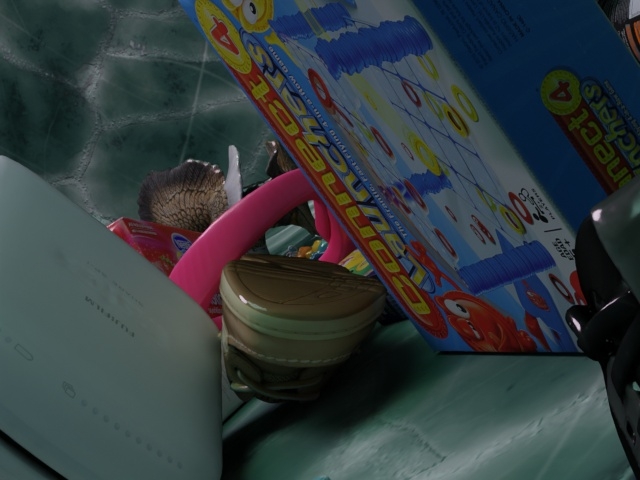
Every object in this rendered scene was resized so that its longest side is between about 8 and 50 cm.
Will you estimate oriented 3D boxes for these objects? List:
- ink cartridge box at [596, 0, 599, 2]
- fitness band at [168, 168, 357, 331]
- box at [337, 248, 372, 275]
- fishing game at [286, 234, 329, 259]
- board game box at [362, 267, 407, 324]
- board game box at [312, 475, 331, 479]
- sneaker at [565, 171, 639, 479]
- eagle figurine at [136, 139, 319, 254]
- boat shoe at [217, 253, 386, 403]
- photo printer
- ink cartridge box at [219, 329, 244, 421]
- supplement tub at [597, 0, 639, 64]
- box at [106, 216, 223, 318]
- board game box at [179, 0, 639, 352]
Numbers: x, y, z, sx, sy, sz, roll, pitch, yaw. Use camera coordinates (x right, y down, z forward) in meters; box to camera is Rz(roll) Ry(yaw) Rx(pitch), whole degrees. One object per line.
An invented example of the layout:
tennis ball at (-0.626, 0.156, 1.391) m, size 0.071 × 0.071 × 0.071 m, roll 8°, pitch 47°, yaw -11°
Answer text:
ink cartridge box at (0.237, -0.245, 1.408) m, size 0.131 × 0.226 × 0.306 m, roll 14°, pitch 35°, yaw 21°
fitness band at (-0.055, 0.027, 1.344) m, size 0.209 × 0.054 × 0.291 m, roll -36°, pitch -17°, yaw -8°
box at (0.081, 0.005, 1.329) m, size 0.179 × 0.043 × 0.105 m, roll -36°, pitch 6°, yaw -36°
fishing game at (0.000, 0.000, 1.785) m, size 0.264 × 0.041 × 0.189 m, roll -36°, pitch 5°, yaw -34°
board game box at (0.126, -0.004, 1.135) m, size 0.170 × 0.048 × 0.141 m, roll -38°, pitch 5°, yaw -26°
board game box at (-0.129, 0.239, 0.482) m, size 0.254 × 0.079 × 0.336 m, roll -31°, pitch 7°, yaw 28°
sneaker at (0.111, 0.051, 0.338) m, size 0.102 × 0.146 × 0.293 m, roll -32°, pitch 6°, yaw 20°
eagle figurine at (-0.146, -0.011, 1.953) m, size 0.298 × 0.225 × 0.226 m, roll -24°, pitch 14°, yaw 17°
boat shoe at (-0.019, 0.075, 1.066) m, size 0.121 × 0.110 × 0.341 m, roll 8°, pitch 2°, yaw -1°
photo printer at (-0.185, 0.083, 0.983) m, size 0.107 × 0.256 × 0.307 m, roll -46°, pitch 17°, yaw 13°
ink cartridge box at (-0.155, 0.166, 1.215) m, size 0.115 × 0.067 × 0.198 m, roll -28°, pitch 8°, yaw 45°
supplement tub at (0.328, -0.195, 1.206) m, size 0.117 × 0.117 × 0.190 m, roll -37°, pitch 7°, yaw -18°
box at (-0.182, 0.066, 1.512) m, size 0.122 × 0.128 × 0.257 m, roll -34°, pitch -13°, yaw 12°
board game box at (0.066, -0.077, 0.811) m, size 0.086 × 0.308 × 0.302 m, roll -38°, pitch 7°, yaw -16°
